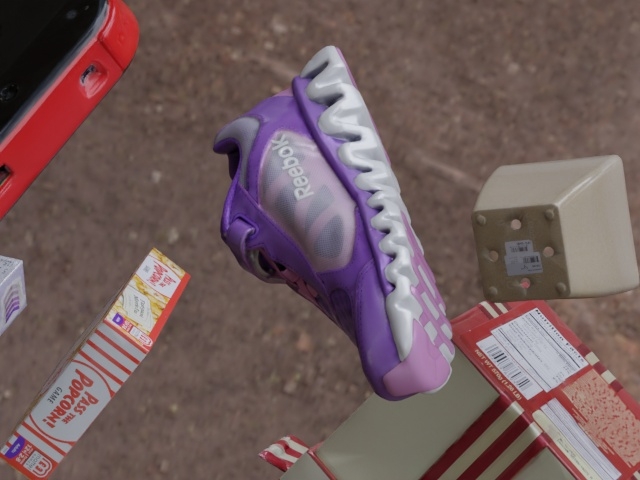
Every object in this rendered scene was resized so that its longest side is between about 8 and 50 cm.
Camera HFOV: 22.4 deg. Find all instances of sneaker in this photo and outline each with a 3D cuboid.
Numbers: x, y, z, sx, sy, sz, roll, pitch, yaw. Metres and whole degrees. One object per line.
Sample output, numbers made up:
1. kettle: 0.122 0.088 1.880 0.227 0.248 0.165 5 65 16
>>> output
1. sneaker: 0.000 0.000 0.893 0.105 0.095 0.236 -22 48 3

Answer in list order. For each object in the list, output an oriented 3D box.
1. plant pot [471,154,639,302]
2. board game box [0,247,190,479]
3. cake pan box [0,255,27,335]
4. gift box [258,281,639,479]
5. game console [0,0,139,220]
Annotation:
1. plant pot: 0.173 -0.001 1.252 0.109 0.109 0.096 -4 10 31
2. board game box: -0.180 0.097 1.309 0.045 0.147 0.193 38 16 -6
3. cake pan box: -0.459 0.082 1.619 0.267 0.070 0.245 13 36 16
4. gift box: 0.122 0.210 1.444 0.255 0.258 0.276 50 27 16
5. game console: -0.378 -0.111 1.447 0.342 0.060 0.386 21 64 37
